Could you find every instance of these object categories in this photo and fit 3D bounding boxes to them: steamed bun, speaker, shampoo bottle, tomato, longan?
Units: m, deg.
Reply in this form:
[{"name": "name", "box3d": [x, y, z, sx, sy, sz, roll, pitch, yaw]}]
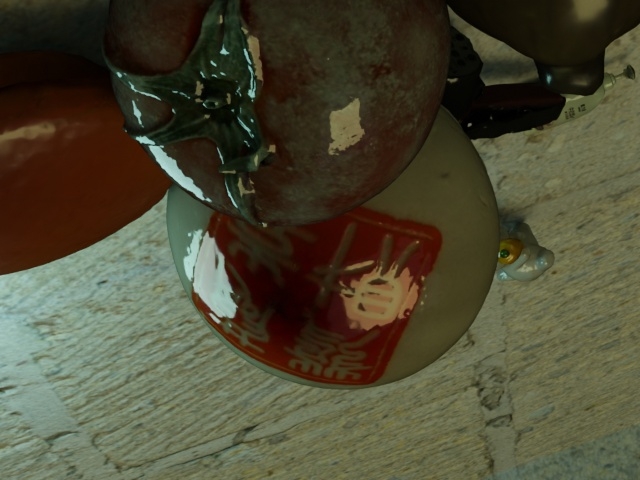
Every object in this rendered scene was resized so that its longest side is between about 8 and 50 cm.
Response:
[{"name": "steamed bun", "box3d": [0.000, 0.000, 1.742, 0.374, 0.374, 0.241, -39, -173, 35]}, {"name": "speaker", "box3d": [0.137, -0.089, 1.891, 0.259, 0.198, 0.329, 16, 135, -15]}, {"name": "shampoo bottle", "box3d": [0.311, -0.178, 1.991, 0.152, 0.045, 0.077, -22, 153, 3]}, {"name": "tomato", "box3d": [-0.037, -0.169, 1.468, 0.316, 0.317, 0.282, -47, -178, 43]}, {"name": "longan", "box3d": [0.212, -0.279, 1.481, 0.243, 0.300, 0.300, -2, 157, 13]}]

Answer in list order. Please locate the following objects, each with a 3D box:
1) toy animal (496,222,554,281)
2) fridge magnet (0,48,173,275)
[{"name": "toy animal", "box3d": [0.222, 0.026, 2.247, 0.182, 0.131, 0.127, 7, 122, -26]}, {"name": "fridge magnet", "box3d": [-0.312, -0.066, 1.639, 0.364, 0.155, 0.363, -19, 161, -7]}]
